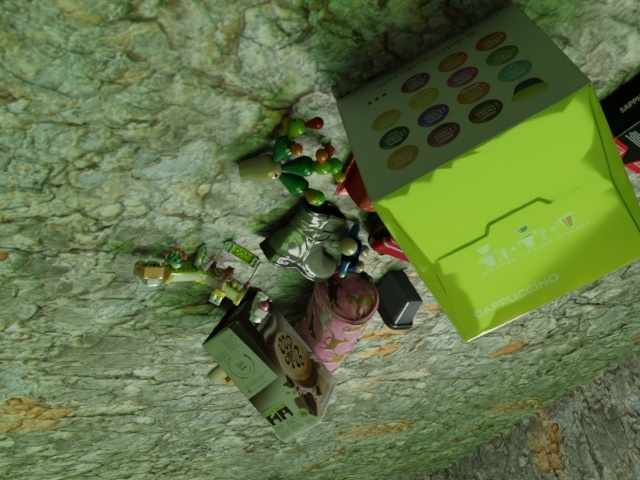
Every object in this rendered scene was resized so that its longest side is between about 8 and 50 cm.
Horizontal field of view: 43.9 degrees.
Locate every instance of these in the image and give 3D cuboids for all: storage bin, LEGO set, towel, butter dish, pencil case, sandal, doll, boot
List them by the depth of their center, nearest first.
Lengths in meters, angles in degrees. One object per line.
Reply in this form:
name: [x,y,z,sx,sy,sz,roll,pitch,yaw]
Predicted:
butter dish: [0.132,-0.105,1.526,0.160,0.118,0.160,-4,147,-26]
LEGO set: [-0.223,0.055,1.588,0.287,0.132,0.107,23,115,-22]
boot: [0.000,0.000,1.667,0.161,0.083,0.246,-42,149,19]
towel: [0.263,-0.023,1.680,0.275,0.031,0.199,-25,158,26]
doll: [0.068,0.020,1.712,0.046,0.129,0.189,15,175,13]
sandal: [0.148,-0.018,1.756,0.090,0.060,0.219,-18,166,8]
pencil case: [0.011,0.213,1.927,0.160,0.167,0.386,23,142,-2]
storage bin: [0.199,0.145,1.990,0.098,0.135,0.091,2,134,-36]

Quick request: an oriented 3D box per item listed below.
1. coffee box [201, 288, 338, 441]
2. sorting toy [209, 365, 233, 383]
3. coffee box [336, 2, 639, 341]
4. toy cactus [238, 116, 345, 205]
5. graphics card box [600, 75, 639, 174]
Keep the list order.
coffee box: [-0.110,0.281,1.809,0.119,0.297,0.168,-35,-169,26]
sorting toy: [-0.170,0.342,2.170,0.208,0.038,0.193,11,138,-43]
coffee box: [0.272,-0.109,1.275,0.338,0.334,0.338,-28,124,12]
toy cactus: [-0.053,-0.140,1.394,0.181,0.112,0.219,-4,155,8]
graphics card box: [0.749,-0.298,1.626,0.371,0.094,0.233,-38,147,30]
